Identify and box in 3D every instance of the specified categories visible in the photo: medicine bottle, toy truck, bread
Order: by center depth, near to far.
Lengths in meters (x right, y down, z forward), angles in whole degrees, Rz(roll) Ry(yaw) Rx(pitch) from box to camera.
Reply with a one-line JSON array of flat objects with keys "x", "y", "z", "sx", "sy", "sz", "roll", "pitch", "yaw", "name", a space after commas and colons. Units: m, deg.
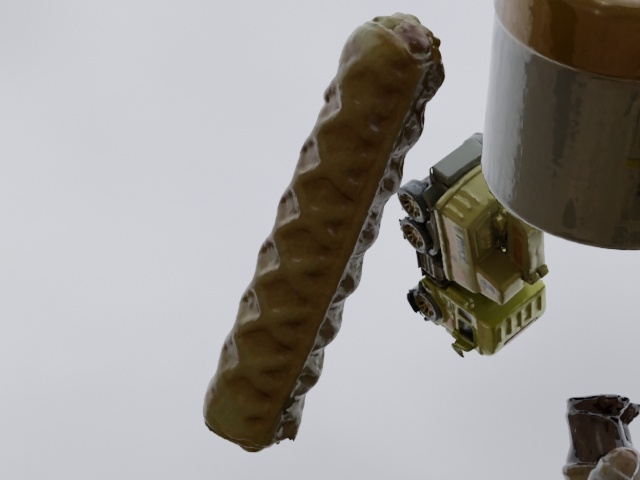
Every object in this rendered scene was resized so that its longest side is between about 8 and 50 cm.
[{"x": 0.000, "y": 0.000, "z": 0.947, "sx": 0.084, "sy": 0.077, "sz": 0.367, "roll": 19, "pitch": -75, "yaw": -13, "name": "bread"}, {"x": 0.262, "y": -0.147, "z": 1.046, "sx": 0.238, "sy": 0.238, "sz": 0.231, "roll": 5, "pitch": -51, "yaw": 8, "name": "medicine bottle"}, {"x": 0.185, "y": 0.017, "z": 1.376, "sx": 0.157, "sy": 0.124, "sz": 0.272, "roll": 41, "pitch": -23, "yaw": 35, "name": "toy truck"}]

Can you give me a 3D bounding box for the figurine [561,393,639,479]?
[{"x": 0.340, "y": 0.360, "z": 1.337, "sx": 0.206, "sy": 0.364, "sz": 0.218, "roll": 10, "pitch": -10, "yaw": 14, "name": "figurine"}]
